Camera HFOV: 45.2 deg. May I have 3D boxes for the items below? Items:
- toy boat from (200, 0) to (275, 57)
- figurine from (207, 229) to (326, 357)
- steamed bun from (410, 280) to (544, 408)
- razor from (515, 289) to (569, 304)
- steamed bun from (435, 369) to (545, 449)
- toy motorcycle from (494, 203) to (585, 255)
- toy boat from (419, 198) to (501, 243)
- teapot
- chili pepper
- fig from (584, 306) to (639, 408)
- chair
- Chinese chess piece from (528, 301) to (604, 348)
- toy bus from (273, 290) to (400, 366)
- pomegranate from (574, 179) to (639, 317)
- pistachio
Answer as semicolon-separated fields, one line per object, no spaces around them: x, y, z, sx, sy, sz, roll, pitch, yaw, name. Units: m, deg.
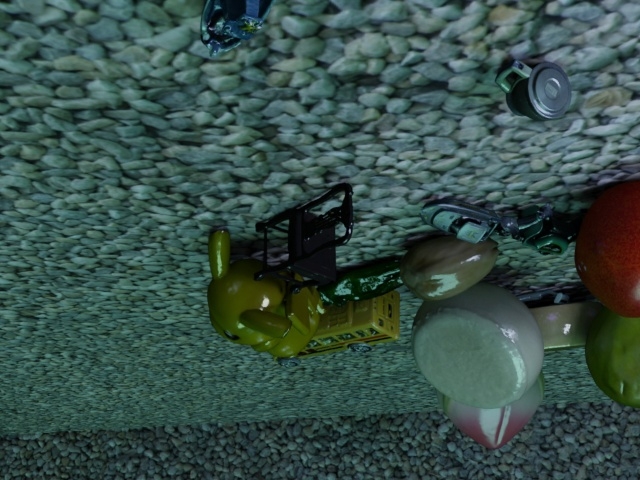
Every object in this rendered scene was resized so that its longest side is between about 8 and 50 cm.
-0.075;-0.220;0.721;0.060;0.061;0.137;11;155;-31;toy boat
-0.098;0.122;1.402;0.169;0.218;0.326;-43;156;11;figurine
0.335;0.202;1.612;0.282;0.177;0.283;20;132;24;steamed bun
0.440;0.134;1.713;0.211;0.036;0.084;-8;169;27;razor
0.456;0.414;2.070;0.309;0.310;0.309;-2;158;-1;steamed bun
0.373;-0.021;1.277;0.173;0.058;0.100;13;150;-31;toy motorcycle
0.218;-0.034;1.230;0.141;0.060;0.055;14;130;-23;toy boat
0.240;-0.174;0.884;0.088;0.066;0.057;33;163;-21;teapot
0.086;0.086;1.510;0.224;0.061;0.098;-16;154;35;chili pepper
0.632;0.190;1.542;0.233;0.314;0.233;-26;-179;1;fig
0.000;0.000;1.222;0.229;0.106;0.113;-20;151;40;chair
0.526;0.200;1.734;0.250;0.097;0.251;-7;170;-1;Chinese chess piece
0.012;0.183;1.670;0.335;0.121;0.123;-17;149;34;toy bus
0.500;0.018;1.185;0.220;0.221;0.257;-3;159;1;pomegranate
0.229;0.044;1.364;0.185;0.108;0.126;-19;177;19;pistachio
